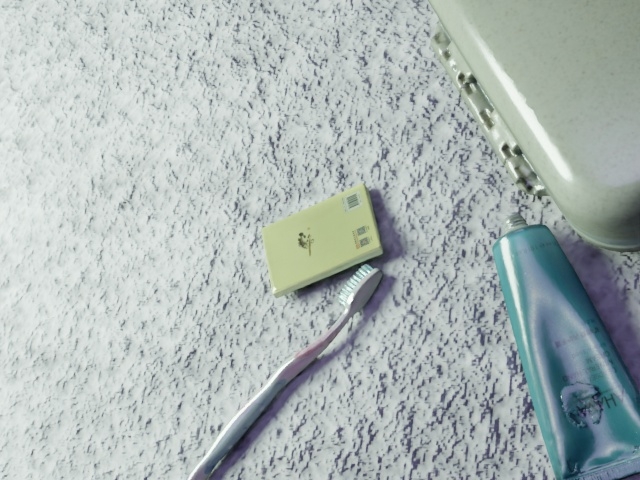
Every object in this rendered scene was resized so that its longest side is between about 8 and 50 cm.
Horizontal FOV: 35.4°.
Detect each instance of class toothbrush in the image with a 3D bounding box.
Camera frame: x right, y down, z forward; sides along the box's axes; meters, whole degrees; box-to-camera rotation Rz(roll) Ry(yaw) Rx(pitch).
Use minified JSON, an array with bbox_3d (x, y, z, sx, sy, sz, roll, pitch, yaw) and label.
[{"bbox_3d":[-0.037,0.127,0.879,0.269,0.021,0.027,-50,38,-2],"label":"toothbrush"}]

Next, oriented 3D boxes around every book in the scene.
[{"bbox_3d":[0.000,0.000,0.917,0.111,0.014,0.077,-24,52,15],"label":"book"}]

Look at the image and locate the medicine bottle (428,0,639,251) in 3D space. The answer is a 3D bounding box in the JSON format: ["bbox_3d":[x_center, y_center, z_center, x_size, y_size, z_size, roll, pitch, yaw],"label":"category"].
[{"bbox_3d":[0.241,-0.188,0.820,0.282,0.123,0.375,-31,57,10],"label":"medicine bottle"}]

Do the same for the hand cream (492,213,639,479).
[{"bbox_3d":[0.186,0.079,0.782,0.083,0.048,0.224,-24,65,12],"label":"hand cream"}]
